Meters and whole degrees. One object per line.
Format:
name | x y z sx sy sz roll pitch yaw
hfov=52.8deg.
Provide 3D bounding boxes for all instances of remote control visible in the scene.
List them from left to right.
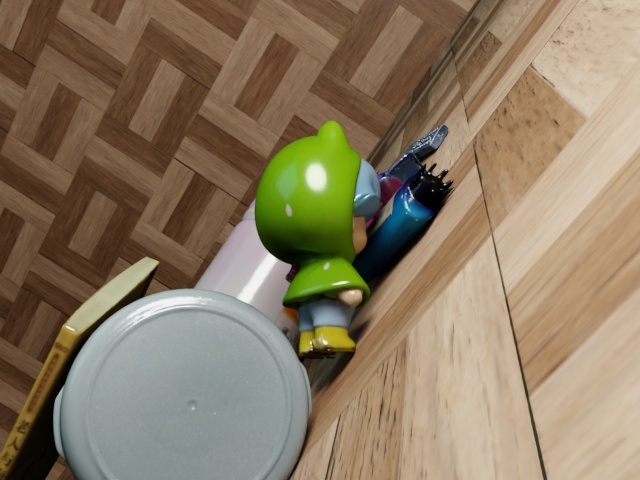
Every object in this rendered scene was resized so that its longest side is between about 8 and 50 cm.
remote control | 0.175 -0.159 1.095 0.043 0.027 0.152 -51 5 -10

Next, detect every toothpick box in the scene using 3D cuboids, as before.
toothpick box | -0.165 0.223 0.760 0.263 0.263 0.354 -58 3 -24

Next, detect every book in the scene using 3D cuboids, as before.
book | -0.319 0.213 0.766 0.389 0.032 0.269 -60 5 13

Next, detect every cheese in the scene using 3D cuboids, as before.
cheese | 0.050 -0.021 0.891 0.244 0.155 0.062 -44 47 4

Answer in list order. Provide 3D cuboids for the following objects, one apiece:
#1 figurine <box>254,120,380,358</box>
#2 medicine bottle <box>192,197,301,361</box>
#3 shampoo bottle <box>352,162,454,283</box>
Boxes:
figurine | 0.000 0.000 0.741 0.162 0.143 0.263 148 124 -61
medicine bottle | -0.074 0.063 1.039 0.316 0.202 0.202 -59 4 -26
shampoo bottle | 0.094 -0.022 0.780 0.183 0.050 0.087 -53 3 46
